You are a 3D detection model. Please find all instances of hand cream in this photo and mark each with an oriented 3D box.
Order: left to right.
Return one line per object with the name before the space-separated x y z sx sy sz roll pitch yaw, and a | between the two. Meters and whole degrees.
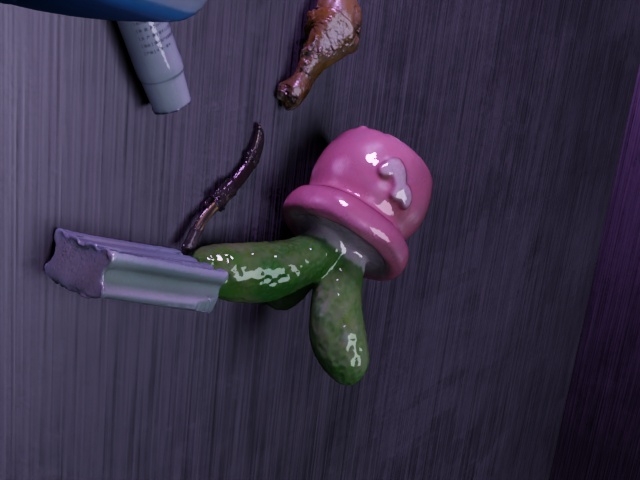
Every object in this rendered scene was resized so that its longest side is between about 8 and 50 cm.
hand cream | -0.211 -0.297 0.861 0.085 0.058 0.331 -41 135 -34

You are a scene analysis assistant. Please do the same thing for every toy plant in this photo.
toy plant | 0.005 -0.005 1.184 0.317 0.210 0.356 39 74 -18

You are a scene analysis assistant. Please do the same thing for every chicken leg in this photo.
chicken leg | -0.001 -0.278 1.155 0.198 0.069 0.085 -60 143 -5

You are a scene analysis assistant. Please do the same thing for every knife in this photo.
knife | -0.133 -0.070 1.101 0.222 0.021 0.045 -61 145 -23

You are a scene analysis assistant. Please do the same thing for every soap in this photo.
soap | -0.219 0.041 0.954 0.198 0.114 0.063 15 93 -54

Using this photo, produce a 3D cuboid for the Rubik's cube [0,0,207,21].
Rubik's cube | -0.258 -0.357 0.516 0.351 0.352 0.347 5 100 -52
